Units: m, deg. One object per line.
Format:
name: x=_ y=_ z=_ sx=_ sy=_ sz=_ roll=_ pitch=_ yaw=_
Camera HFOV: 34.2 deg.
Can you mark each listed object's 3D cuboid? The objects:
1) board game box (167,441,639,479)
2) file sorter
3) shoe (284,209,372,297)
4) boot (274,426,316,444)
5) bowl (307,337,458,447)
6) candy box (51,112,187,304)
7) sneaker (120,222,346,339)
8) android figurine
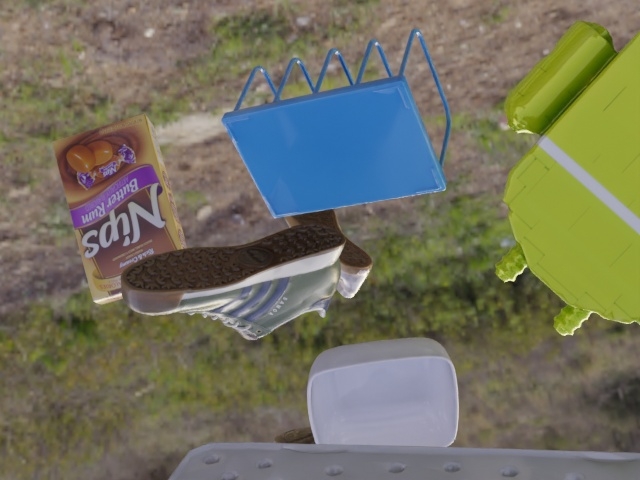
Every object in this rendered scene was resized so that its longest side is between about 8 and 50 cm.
board game box: x=0.045 y=0.230 z=0.546 sx=0.390 sy=0.390 sz=0.050 roll=-1 pitch=110 yaw=17
file sorter: x=0.022 y=-0.108 z=0.943 sx=0.170 sy=0.104 sz=0.118 roll=-9 pitch=129 yaw=24
shoe: x=0.000 y=0.000 z=1.497 sx=0.077 sy=0.219 sz=0.058 roll=-11 pitch=130 yaw=-26
boot: x=0.031 y=0.298 z=1.107 sx=0.077 sy=0.165 sz=0.213 roll=-17 pitch=-158 yaw=-41
bowl: x=0.058 y=0.147 z=1.001 sx=0.142 sy=0.053 sz=0.142 roll=-8 pitch=129 yaw=0
candy box: x=-0.215 y=-0.034 z=1.143 sx=0.109 sy=0.186 sz=0.053 roll=-17 pitch=172 yaw=1
sneaker: x=-0.066 y=0.049 z=0.847 sx=0.192 sy=0.064 sz=0.086 roll=-13 pitch=125 yaw=-26
android figurine: x=0.253 y=-0.048 z=0.793 sx=0.273 sy=0.248 sz=0.056 roll=-50 pitch=175 yaw=9
